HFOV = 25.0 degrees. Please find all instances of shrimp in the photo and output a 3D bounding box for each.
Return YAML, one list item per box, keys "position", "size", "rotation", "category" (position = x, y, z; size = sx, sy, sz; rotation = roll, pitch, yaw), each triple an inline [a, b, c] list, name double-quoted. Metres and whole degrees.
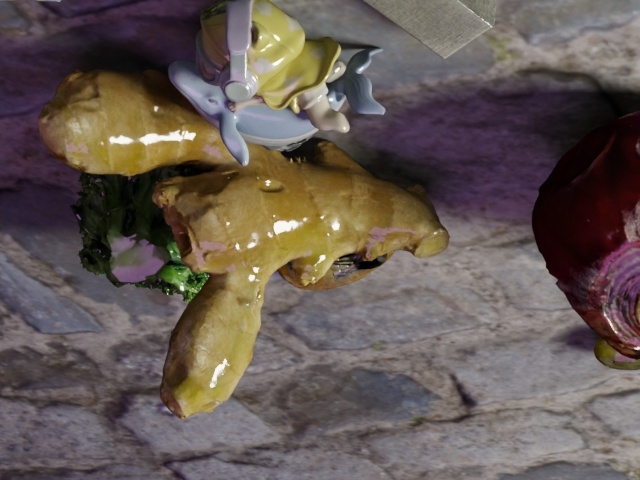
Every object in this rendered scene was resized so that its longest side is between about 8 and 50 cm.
- position: [0.000, 0.000, 1.609]
  size: [0.152, 0.046, 0.219]
  rotation: [-20, 146, 25]
  category: "shrimp"

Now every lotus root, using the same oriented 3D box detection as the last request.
- position: [0.375, 0.129, 1.716]
  size: [0.099, 0.049, 0.054]
  rotation: [-1, 139, 3]
  category: "lotus root"

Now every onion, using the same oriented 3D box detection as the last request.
- position: [0.333, -0.033, 1.411]
  size: [0.206, 0.216, 0.207]
  rotation: [42, 122, -12]
  category: "onion"

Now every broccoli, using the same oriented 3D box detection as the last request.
- position: [-0.184, -0.019, 1.568]
  size: [0.195, 0.156, 0.195]
  rotation: [2, 108, 7]
  category: "broccoli"

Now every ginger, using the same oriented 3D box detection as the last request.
- position: [-0.078, -0.049, 1.489]
  size: [0.348, 0.363, 0.122]
  rotation: [-27, 174, -24]
  category: "ginger"

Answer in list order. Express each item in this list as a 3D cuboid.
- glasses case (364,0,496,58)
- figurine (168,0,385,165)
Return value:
- position: [0.065, -0.249, 1.315]
  size: [0.205, 0.047, 0.071]
  rotation: [31, 140, -26]
  category: "glasses case"
- position: [-0.042, -0.161, 1.388]
  size: [0.208, 0.128, 0.184]
  rotation: [-2, 138, 1]
  category: "figurine"
